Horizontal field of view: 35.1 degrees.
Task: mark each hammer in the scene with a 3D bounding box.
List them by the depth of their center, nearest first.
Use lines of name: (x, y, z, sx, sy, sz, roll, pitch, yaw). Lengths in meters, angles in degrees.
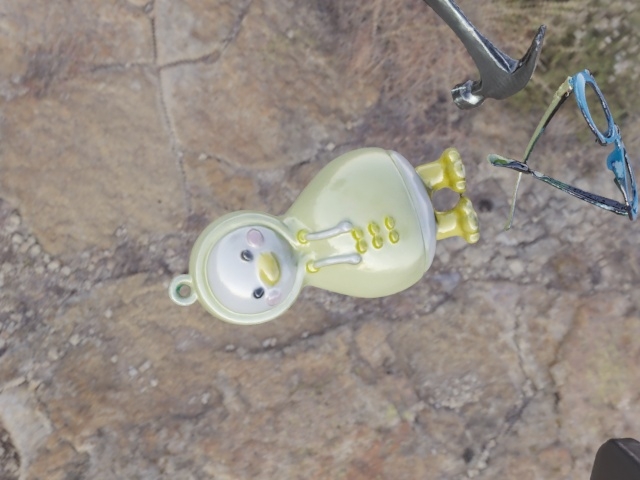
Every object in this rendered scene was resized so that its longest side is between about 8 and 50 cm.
hammer: (0.058, -0.158, 0.592, 0.201, 0.078, 0.021, 44, 51, -25)

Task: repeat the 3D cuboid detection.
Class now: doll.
doll: (0.004, 0.003, 0.929, 0.296, 0.117, 0.141, -23, 108, -18)

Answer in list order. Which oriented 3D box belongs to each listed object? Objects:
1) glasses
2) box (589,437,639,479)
glasses: (0.325, -0.088, 1.331, 0.239, 0.206, 0.102, 52, 3, -34)
box: (0.415, 0.432, 1.269, 0.073, 0.289, 0.290, 1, 109, -20)
